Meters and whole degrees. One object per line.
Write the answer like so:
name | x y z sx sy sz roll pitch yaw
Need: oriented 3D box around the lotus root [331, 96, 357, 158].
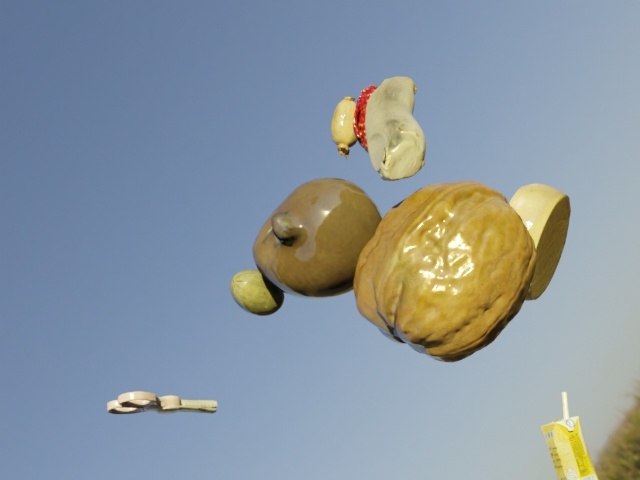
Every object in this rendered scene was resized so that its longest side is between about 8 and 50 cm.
lotus root | 0.060 -0.265 2.441 0.073 0.062 0.150 19 -108 -42

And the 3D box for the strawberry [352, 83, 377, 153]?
strawberry | 0.111 -0.248 2.260 0.082 0.188 0.121 -19 -40 5

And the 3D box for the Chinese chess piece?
Chinese chess piece | 0.442 0.003 2.222 0.251 0.097 0.251 -45 -36 -45

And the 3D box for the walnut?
walnut | 0.236 0.046 1.939 0.344 0.306 0.306 -51 -22 -14

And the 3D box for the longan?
longan | 0.000 0.000 2.196 0.300 0.243 0.300 -24 -28 -13

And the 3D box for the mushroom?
mushroom | 0.139 -0.219 2.000 0.351 0.109 0.097 -90 -14 -55

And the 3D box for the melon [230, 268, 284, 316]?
melon | -0.139 0.113 2.300 0.130 0.098 0.098 30 -88 -28

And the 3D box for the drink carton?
drink carton | 0.511 0.418 2.190 0.074 0.200 0.084 -12 -13 -19

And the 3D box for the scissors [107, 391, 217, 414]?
scissors | -0.324 0.346 2.215 0.242 0.031 0.118 9 -27 -37
